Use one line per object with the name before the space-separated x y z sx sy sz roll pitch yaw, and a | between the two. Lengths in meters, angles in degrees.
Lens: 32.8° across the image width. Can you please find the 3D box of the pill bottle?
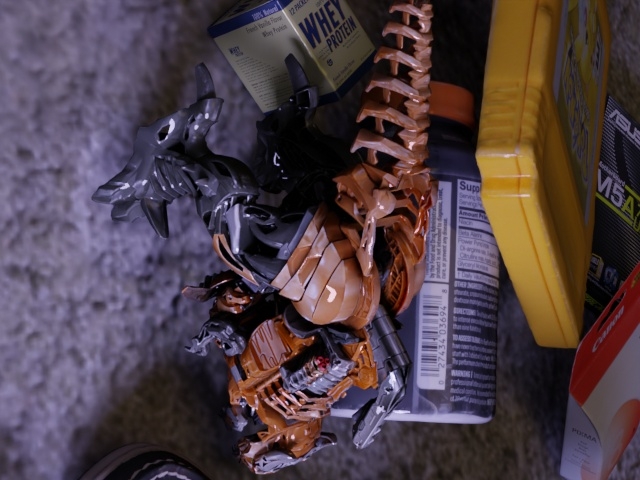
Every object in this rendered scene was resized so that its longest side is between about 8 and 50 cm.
pill bottle | 0.068 0.009 0.804 0.130 0.130 0.245 10 79 -39

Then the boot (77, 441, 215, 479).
boot | 0.023 0.284 0.634 0.138 0.284 0.377 -37 110 -37

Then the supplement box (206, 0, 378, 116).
supplement box | -0.019 -0.141 0.775 0.056 0.083 0.083 -49 115 -34

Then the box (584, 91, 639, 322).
box | 0.292 -0.016 1.055 0.191 0.045 0.184 35 67 -34

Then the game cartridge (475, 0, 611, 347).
game cartridge | 0.187 -0.115 0.864 0.285 0.053 0.323 56 39 -56

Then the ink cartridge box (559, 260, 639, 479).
ink cartridge box | 0.270 0.117 0.970 0.145 0.045 0.179 -44 147 -35

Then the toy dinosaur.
toy dinosaur | 0.000 0.000 0.680 0.322 0.218 0.164 -53 148 17
